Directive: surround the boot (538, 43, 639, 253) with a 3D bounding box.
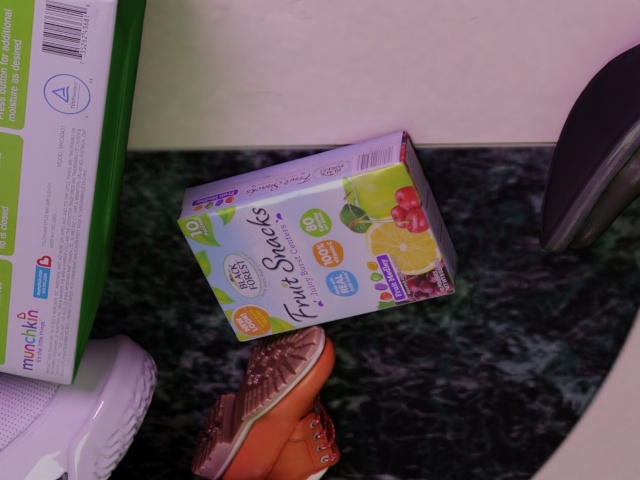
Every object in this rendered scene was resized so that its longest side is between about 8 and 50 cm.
[{"bbox_3d":[0.268,-0.045,0.822,0.229,0.091,0.263,29,123,-15],"label":"boot"}]

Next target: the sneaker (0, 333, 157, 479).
[{"bbox_3d":[-0.291,0.112,0.974,0.366,0.137,0.210,-25,123,27],"label":"sneaker"}]

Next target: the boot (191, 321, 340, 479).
[{"bbox_3d":[-0.015,0.111,0.998,0.085,0.059,0.158,22,135,-14],"label":"boot"}]

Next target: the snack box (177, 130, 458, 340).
[{"bbox_3d":[0.000,0.000,0.919,0.141,0.037,0.100,-13,124,16],"label":"snack box"}]

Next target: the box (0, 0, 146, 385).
[{"bbox_3d":[-0.223,-0.070,0.835,0.231,0.127,0.262,11,128,-1],"label":"box"}]
